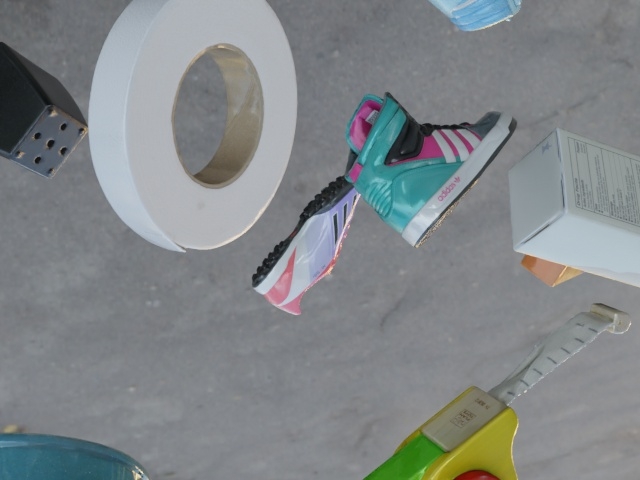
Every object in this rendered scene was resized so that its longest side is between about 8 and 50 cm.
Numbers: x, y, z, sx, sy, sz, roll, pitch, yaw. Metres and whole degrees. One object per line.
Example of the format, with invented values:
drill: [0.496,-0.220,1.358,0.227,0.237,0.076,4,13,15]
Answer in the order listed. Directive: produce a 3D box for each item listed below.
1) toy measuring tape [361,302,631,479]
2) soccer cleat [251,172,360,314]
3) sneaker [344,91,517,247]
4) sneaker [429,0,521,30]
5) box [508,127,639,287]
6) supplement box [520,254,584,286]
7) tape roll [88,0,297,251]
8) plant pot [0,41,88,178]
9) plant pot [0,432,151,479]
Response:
toy measuring tape: [0.169,0.193,0.848,0.330,0.121,0.121,-35,151,-13]
soccer cleat: [0.000,0.000,1.813,0.116,0.318,0.108,41,170,-15]
sneaker: [0.126,-0.126,1.175,0.295,0.178,0.124,-44,171,-46]
sneaker: [0.300,-0.498,1.551,0.319,0.127,0.208,-50,124,1]
box: [0.430,-0.032,1.292,0.311,0.148,0.121,16,147,-19]
supplement box: [0.464,0.018,1.699,0.233,0.080,0.078,-16,138,-53]
tape roll: [-0.169,-0.179,1.316,0.072,0.392,0.392,12,161,31]
plant pot: [-0.557,-0.227,1.727,0.187,0.167,0.188,-52,154,1]
plant pot: [-0.279,0.342,0.794,0.272,0.255,0.271,-7,144,-5]
